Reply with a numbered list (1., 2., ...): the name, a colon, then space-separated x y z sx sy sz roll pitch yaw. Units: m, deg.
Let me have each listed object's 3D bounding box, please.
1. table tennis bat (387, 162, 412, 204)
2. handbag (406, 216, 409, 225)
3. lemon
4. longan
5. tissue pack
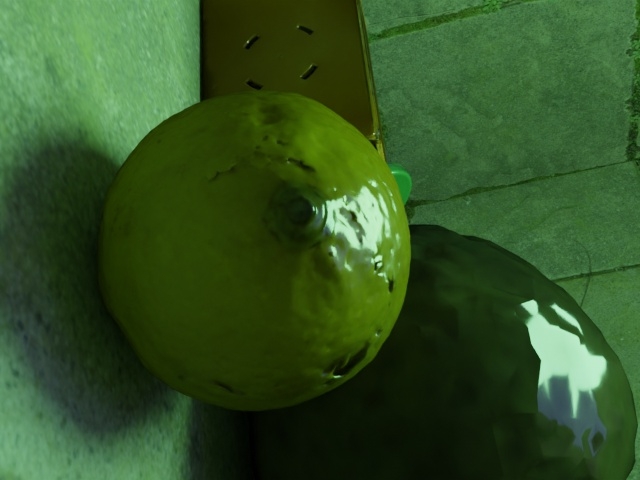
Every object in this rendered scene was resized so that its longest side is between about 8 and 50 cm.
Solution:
1. table tennis bat: 0.000 0.000 0.834 0.039 0.257 0.160 47 -28 22
2. handbag: 0.039 -0.009 1.140 0.193 0.190 0.251 -100 171 -79
3. lemon: -0.044 0.003 0.576 0.253 0.228 0.228 -68 144 -73
4. longan: 0.113 0.176 0.781 0.391 0.391 0.391 -12 90 -79
5. tissue pack: -0.027 -0.176 0.923 0.145 0.194 0.274 60 22 -59
